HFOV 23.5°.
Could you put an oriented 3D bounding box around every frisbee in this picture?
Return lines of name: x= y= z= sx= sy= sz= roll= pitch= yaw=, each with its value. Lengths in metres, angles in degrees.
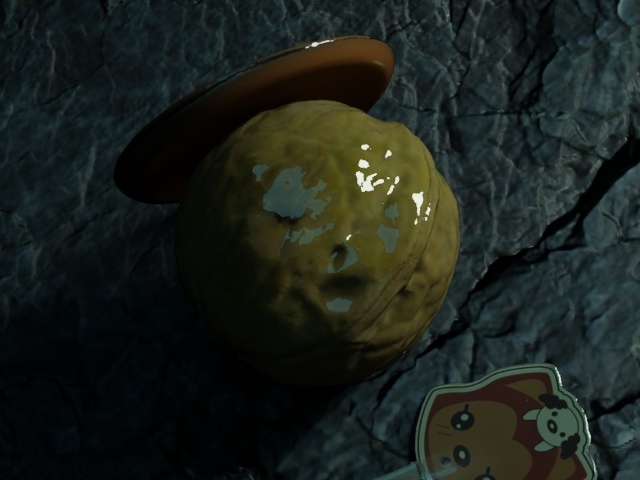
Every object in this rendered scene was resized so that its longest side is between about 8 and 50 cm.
frisbee: x=-0.050 y=-0.093 z=1.252 sx=0.251 sy=0.251 sz=0.021 roll=-26 pitch=78 yaw=-3

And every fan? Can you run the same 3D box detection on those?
fan: x=0.102 y=0.171 z=1.192 sx=0.220 sy=0.009 sz=0.132 roll=-19 pitch=55 yaw=0

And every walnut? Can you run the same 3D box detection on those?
walnut: x=0.000 y=0.000 z=1.196 sx=0.228 sy=0.228 sz=0.228 roll=-6 pitch=58 yaw=10
